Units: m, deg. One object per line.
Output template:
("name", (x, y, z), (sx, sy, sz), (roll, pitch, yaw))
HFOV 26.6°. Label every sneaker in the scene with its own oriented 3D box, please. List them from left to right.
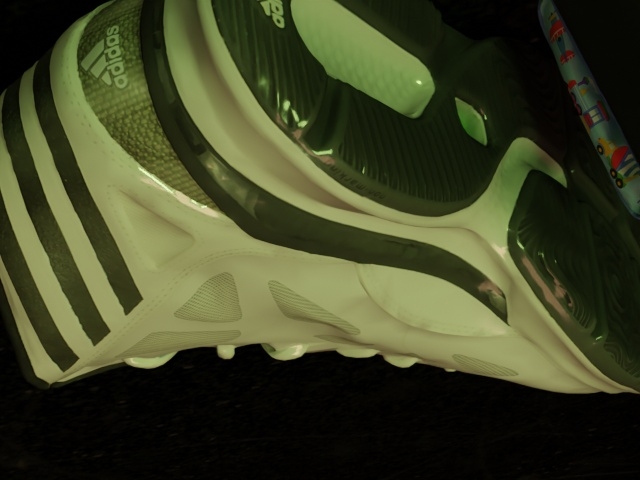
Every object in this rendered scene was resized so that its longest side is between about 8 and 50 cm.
("sneaker", (0.000, -0.001, 0.719), (0.257, 0.169, 0.447), (-20, 150, 30))

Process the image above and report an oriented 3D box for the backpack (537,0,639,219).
("backpack", (0.208, -0.101, 0.610), (0.173, 0.158, 0.117), (-22, 167, -19))
